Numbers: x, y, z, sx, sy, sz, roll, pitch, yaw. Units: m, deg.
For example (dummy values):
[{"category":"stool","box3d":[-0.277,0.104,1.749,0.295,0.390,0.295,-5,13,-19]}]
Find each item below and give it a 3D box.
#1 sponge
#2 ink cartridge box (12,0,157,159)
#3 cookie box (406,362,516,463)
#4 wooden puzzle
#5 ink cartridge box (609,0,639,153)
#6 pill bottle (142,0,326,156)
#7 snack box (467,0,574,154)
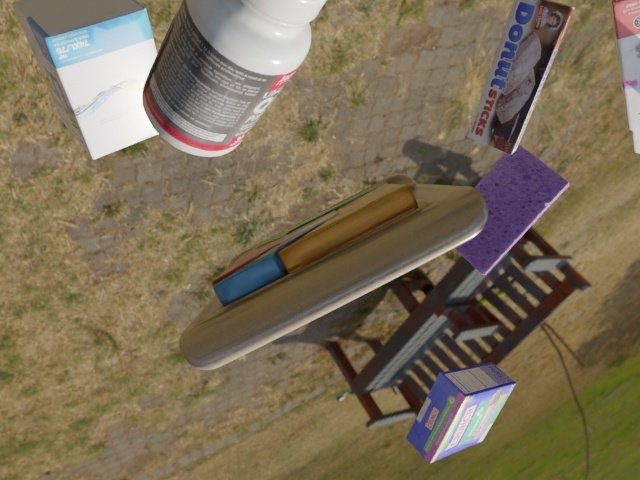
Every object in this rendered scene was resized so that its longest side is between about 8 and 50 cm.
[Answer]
[{"category":"sponge","box3d":[0.316,-0.055,0.925,0.210,0.117,0.031,-50,158,13]},{"category":"ink cartridge box","box3d":[-0.458,-0.354,1.094,0.197,0.198,0.270,-30,143,-25]},{"category":"cookie box","box3d":[0.157,0.188,0.583,0.107,0.040,0.092,4,116,-42]},{"category":"wooden puzzle","box3d":[0.000,0.000,0.440,0.220,0.239,0.044,-27,101,3]},{"category":"ink cartridge box","box3d":[0.356,-0.183,0.513,0.115,0.067,0.198,-9,140,29]},{"category":"pill bottle","box3d":[-0.123,-0.271,0.740,0.176,0.176,0.318,-6,159,-37]},{"category":"snack box","box3d":[0.238,-0.198,0.639,0.022,0.064,0.178,-31,143,-45]}]
